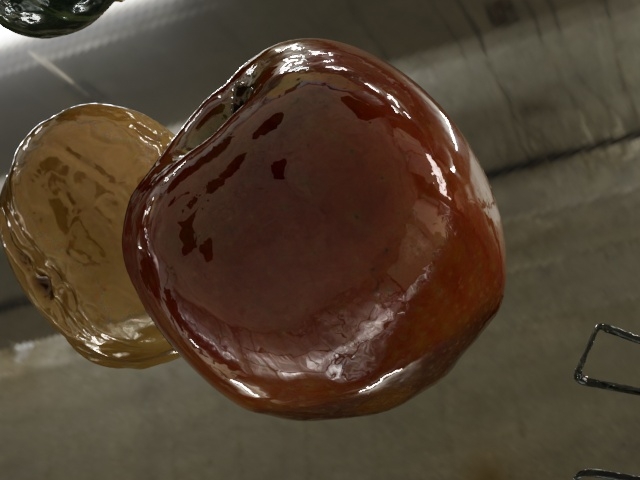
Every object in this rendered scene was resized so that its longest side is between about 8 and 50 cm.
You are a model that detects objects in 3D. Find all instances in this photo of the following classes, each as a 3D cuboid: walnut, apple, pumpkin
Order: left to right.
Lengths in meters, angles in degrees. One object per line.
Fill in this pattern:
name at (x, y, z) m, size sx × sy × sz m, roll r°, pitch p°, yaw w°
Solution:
pumpkin at (-0.222, -0.273, 1.370) m, size 0.152 × 0.211 × 0.211 m, roll 38°, pitch -92°, yaw -12°
walnut at (-0.162, -0.005, 1.253) m, size 0.195 × 0.195 × 0.221 m, roll -44°, pitch -95°, yaw 2°
apple at (0.000, 0.000, 0.939) m, size 0.230 × 0.230 × 0.230 m, roll -7°, pitch -111°, yaw 20°

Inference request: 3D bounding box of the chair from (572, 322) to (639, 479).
chair at (0.324, 0.175, 1.311) m, size 0.221 × 0.145 × 0.140 m, roll 11°, pitch -112°, yaw 4°
